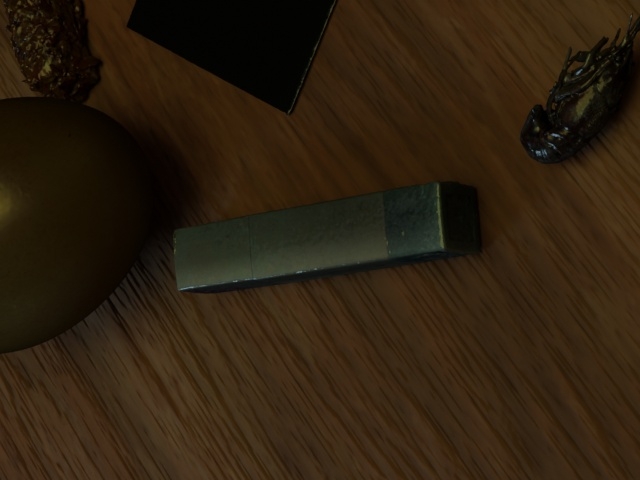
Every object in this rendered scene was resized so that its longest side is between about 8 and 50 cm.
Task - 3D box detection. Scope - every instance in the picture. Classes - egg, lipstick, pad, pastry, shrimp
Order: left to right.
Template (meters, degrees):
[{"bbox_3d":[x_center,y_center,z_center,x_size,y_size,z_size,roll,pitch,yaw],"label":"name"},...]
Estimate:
[{"bbox_3d":[-0.315,-0.019,1.876,0.322,0.250,0.250,-29,71,27],"label":"egg"},{"bbox_3d":[-0.301,-0.226,1.994,0.087,0.063,0.169,-30,70,28],"label":"pastry"},{"bbox_3d":[-0.088,-0.249,1.876,0.245,0.006,0.170,30,103,33],"label":"pad"},{"bbox_3d":[0.000,0.000,1.761,0.317,0.066,0.068,-9,82,35],"label":"lipstick"},{"bbox_3d":[0.234,-0.135,1.606,0.065,0.056,0.165,44,109,36],"label":"shrimp"}]
